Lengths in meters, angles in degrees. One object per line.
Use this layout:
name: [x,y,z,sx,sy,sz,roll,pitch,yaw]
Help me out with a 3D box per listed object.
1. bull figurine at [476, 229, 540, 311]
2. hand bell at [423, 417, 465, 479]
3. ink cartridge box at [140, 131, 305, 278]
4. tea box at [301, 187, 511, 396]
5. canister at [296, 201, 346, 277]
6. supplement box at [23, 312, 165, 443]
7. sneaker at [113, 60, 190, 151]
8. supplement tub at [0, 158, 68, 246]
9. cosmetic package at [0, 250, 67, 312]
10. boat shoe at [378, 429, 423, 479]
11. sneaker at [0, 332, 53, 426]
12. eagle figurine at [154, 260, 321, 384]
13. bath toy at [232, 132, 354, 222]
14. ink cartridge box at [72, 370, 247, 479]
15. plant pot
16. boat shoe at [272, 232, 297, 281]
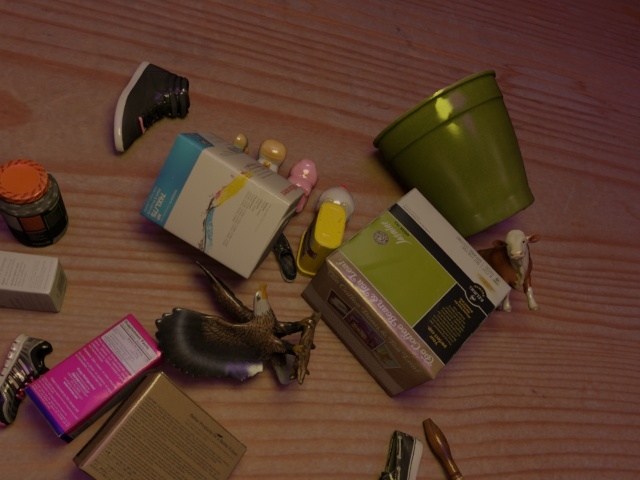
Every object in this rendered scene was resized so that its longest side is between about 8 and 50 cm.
bull figurine: [0.459,0.081,1.229,0.101,0.310,0.189,-5,83,-2]
hand bell: [0.293,0.505,1.074,0.126,0.126,0.242,-12,57,-23]
ink cartridge box: [-0.205,-0.086,1.098,0.270,0.197,0.198,32,15,-1]
tea box: [0.194,0.119,1.156,0.323,0.220,0.329,-36,79,-31]
canister: [0.000,0.000,1.180,0.073,0.170,0.126,17,60,-10]
supplement box: [-0.419,0.260,0.941,0.220,0.111,0.114,-37,79,-31]
sneaker: [-0.417,-0.334,1.249,0.146,0.105,0.296,12,56,-6]
supplement tub: [-0.591,-0.075,1.009,0.116,0.190,0.117,8,61,-15]
cosmetic package: [-0.634,0.076,0.961,0.230,0.117,0.086,6,61,-14]
boat shoe: [0.153,0.511,1.030,0.070,0.078,0.219,27,51,-4]
sneaker: [-0.553,0.259,0.924,0.074,0.063,0.171,6,57,-9]
eagle figurine: [-0.155,0.176,1.026,0.298,0.226,0.225,10,84,6]
bath toy: [-0.069,-0.155,1.270,0.348,0.152,0.129,26,24,-5]
ink cartridge box: [-0.283,0.387,0.894,0.235,0.088,0.193,48,57,-16]
plant pot: [0.386,-0.200,1.339,0.366,0.366,0.353,-26,87,-28]
boat shoe: [-0.087,0.032,1.210,0.049,0.040,0.142,-12,69,-23]
